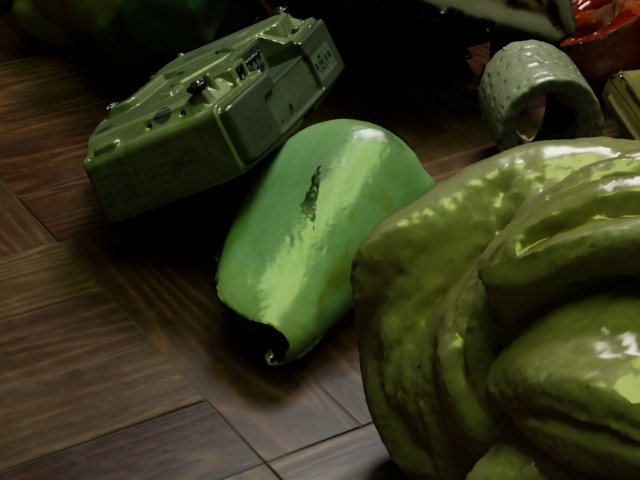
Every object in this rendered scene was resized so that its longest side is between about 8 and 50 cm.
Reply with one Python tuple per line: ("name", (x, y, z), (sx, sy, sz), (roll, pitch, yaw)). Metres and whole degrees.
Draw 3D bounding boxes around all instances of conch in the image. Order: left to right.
("conch", (-0.010, -0.003, 1.348), (0.143, 0.137, 0.250), (42, 63, 9))

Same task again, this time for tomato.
("tomato", (0.339, -0.225, 1.703), (0.228, 0.101, 0.228), (-30, 19, 11))

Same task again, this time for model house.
("model house", (0.059, -0.308, 1.684), (0.317, 0.297, 0.282), (11, -15, -25))

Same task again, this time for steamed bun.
("steamed bun", (0.191, 0.074, 1.054), (0.325, 0.230, 0.372), (-42, 49, 4))

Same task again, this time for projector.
("projector", (-0.104, -0.110, 1.442), (0.193, 0.088, 0.269), (-20, 15, 25))

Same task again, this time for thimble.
("thimble", (0.200, -0.119, 1.533), (0.102, 0.115, 0.090), (-1, 33, -13))

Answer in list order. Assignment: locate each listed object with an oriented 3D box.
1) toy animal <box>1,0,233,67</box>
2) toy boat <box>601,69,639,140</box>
("toy animal", (-0.206, -0.287, 1.688), (0.191, 0.216, 0.338), (11, 13, -44))
("toy boat", (0.310, -0.084, 1.514), (0.068, 0.088, 0.226), (-8, 32, -10))
